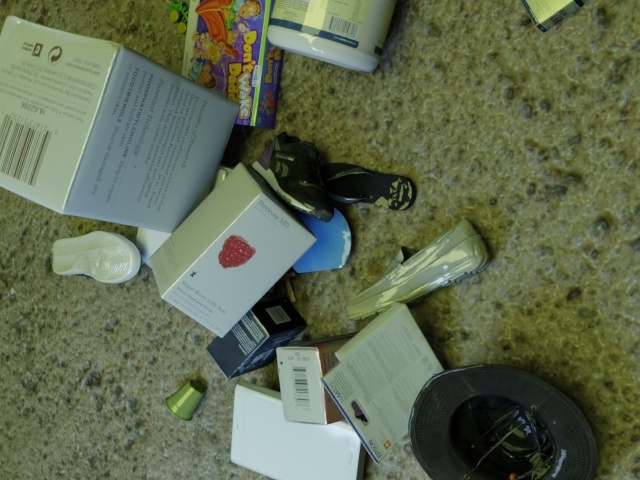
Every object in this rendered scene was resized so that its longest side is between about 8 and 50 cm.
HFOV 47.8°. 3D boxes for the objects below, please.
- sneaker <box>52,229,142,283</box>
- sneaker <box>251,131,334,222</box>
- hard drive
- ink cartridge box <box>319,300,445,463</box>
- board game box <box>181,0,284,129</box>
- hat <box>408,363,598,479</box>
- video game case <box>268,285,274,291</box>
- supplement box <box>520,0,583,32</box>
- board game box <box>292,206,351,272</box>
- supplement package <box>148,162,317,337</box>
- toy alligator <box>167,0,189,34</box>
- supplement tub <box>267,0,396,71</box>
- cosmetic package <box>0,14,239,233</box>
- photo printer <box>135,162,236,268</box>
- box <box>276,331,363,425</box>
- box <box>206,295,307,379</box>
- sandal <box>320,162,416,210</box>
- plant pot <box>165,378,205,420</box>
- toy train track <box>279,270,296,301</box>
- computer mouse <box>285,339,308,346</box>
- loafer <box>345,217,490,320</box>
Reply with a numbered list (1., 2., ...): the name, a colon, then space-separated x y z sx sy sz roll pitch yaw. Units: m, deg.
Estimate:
1. sneaker: -0.533 0.040 1.836 0.350 0.148 0.131 5 90 42
2. sneaker: -0.045 -0.147 1.526 0.124 0.107 0.283 -56 43 10
3. hard drive: -0.052 0.442 1.576 0.308 0.040 0.202 14 110 24
4. ink cartridge box: 0.125 0.269 1.379 0.223 0.224 0.045 59 159 -18
5. board game box: -0.199 -0.443 1.661 0.234 0.078 0.346 12 98 30
6. hat: 0.338 0.344 1.336 0.332 0.134 0.331 7 110 19
7. video game case: -0.175 0.005 1.637 0.184 0.023 0.201 12 101 -9
8. supplement box: 0.412 -0.437 1.302 0.083 0.056 0.083 -33 76 28
9. board game box: 0.000 0.000 1.586 0.169 0.033 0.133 -9 83 30
10. supplement package: -0.187 0.018 1.514 0.293 0.177 0.175 -46 33 5
11. toy alligator: -0.332 -0.551 1.750 0.051 0.056 0.189 -40 72 26
12. supplement tub: 0.043 -0.516 1.419 0.236 0.235 0.324 23 103 29
13. cosmetic package: -0.448 -0.224 1.515 0.330 0.394 0.327 21 93 27
14. photo printer: -0.316 -0.049 1.731 0.256 0.107 0.307 20 102 29
15. box: 0.044 0.268 1.440 0.127 0.232 0.148 -10 86 47
16. box: -0.140 0.214 1.607 0.158 0.156 0.093 -47 70 24
17. sandal: 0.075 -0.115 1.521 0.255 0.054 0.097 5 95 31
18. plant pot: -0.325 0.387 1.780 0.083 0.083 0.079 44 100 22
19. toy train track: -0.072 0.099 1.645 0.048 0.014 0.083 -19 88 23
20. computer mouse: -0.010 0.339 1.591 0.189 0.072 0.272 -8 100 29
21. loafer: 0.181 0.066 1.440 0.320 0.112 0.111 -29 72 21
